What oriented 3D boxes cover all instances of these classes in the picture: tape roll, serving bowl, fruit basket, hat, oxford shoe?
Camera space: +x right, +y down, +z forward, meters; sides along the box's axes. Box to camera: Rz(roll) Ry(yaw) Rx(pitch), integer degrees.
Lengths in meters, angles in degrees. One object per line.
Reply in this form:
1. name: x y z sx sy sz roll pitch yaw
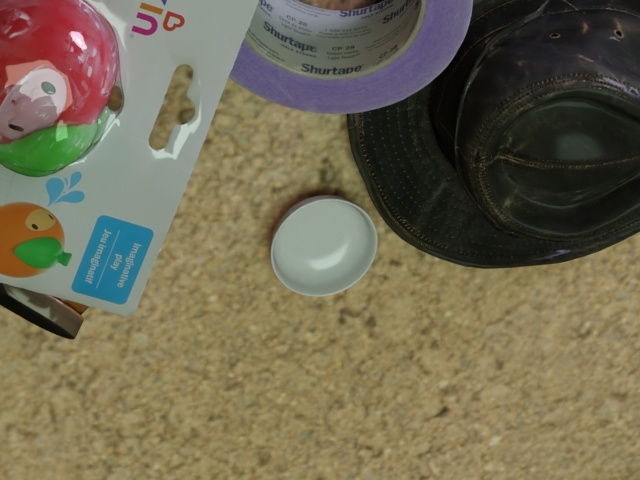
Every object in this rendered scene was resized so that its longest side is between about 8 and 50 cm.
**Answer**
1. tape roll: 0.007 -0.180 1.028 0.189 0.080 0.189 4 134 4
2. serving bowl: 0.000 0.000 1.194 0.083 0.027 0.083 -7 120 -12
3. fruit basket: -0.227 -0.123 0.941 0.353 0.165 0.327 19 114 -13
4. hat: 0.192 -0.088 1.141 0.331 0.134 0.331 -7 118 -12
5. oxford shoe: -0.245 -0.015 1.106 0.212 0.076 0.076 35 73 -26
